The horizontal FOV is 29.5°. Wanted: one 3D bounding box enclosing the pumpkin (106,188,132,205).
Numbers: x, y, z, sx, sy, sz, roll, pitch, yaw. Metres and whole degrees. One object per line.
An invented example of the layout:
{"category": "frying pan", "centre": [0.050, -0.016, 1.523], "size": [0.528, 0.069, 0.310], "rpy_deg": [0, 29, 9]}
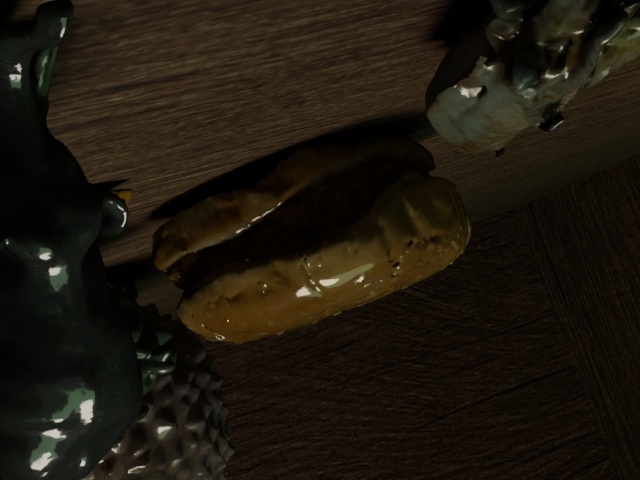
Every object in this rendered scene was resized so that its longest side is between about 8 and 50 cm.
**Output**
{"category": "pumpkin", "centre": [-0.186, -0.007, 0.859], "size": [0.101, 0.035, 0.073], "rpy_deg": [-21, 174, 39]}

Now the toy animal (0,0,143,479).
{"category": "toy animal", "centre": [-0.137, -0.002, 0.524], "size": [0.082, 0.137, 0.269], "rpy_deg": [-28, 137, -35]}

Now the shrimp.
{"category": "shrimp", "centre": [0.170, -0.130, 0.713], "size": [0.247, 0.085, 0.360], "rpy_deg": [-30, 177, 11]}

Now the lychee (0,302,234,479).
{"category": "lychee", "centre": [-0.285, 0.239, 1.427], "size": [0.380, 0.380, 0.432], "rpy_deg": [-18, 157, -24]}

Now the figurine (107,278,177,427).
{"category": "figurine", "centre": [-0.285, 0.115, 0.997], "size": [0.261, 0.186, 0.382], "rpy_deg": [-36, 162, 33]}

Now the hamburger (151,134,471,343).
{"category": "hamburger", "centre": [0.000, 0.000, 1.097], "size": [0.259, 0.144, 0.283], "rpy_deg": [-27, 178, 36]}
